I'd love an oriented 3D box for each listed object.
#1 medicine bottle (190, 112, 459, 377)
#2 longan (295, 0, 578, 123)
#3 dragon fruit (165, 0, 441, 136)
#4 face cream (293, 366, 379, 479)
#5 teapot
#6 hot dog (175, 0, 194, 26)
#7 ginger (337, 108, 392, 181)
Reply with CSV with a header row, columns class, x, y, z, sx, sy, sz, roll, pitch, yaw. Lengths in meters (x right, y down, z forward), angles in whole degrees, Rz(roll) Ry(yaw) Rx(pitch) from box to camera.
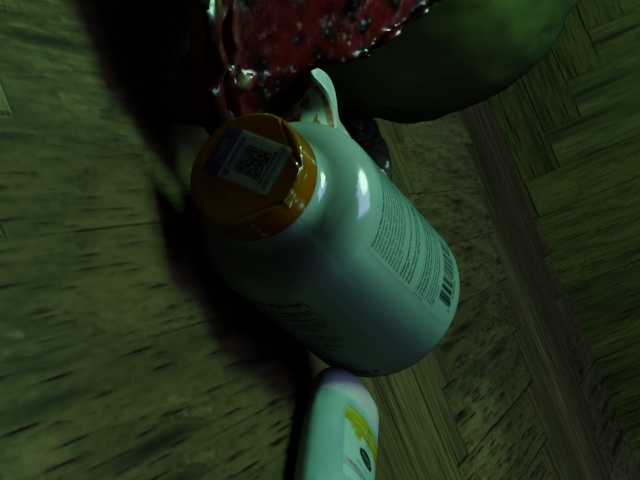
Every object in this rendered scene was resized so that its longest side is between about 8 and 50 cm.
class,x,y,z,sx,sy,sz,roll,pitch,yaw
medicine bottle,0.000,0.000,1.329,0.289,0.157,0.157,44,27,-56
longan,0.090,-0.352,1.717,0.435,0.404,0.404,66,14,-4
dragon fruit,-0.061,-0.268,1.349,0.228,0.329,0.286,29,-23,46
face cream,0.015,0.180,1.312,0.084,0.057,0.198,59,16,-17
teapot,0.012,-0.044,1.549,0.245,0.116,0.159,56,5,-29
hot dog,-0.125,-0.308,1.531,0.109,0.072,0.269,55,20,-46
ginger,0.043,-0.062,1.783,0.290,0.084,0.122,-98,-178,-56
